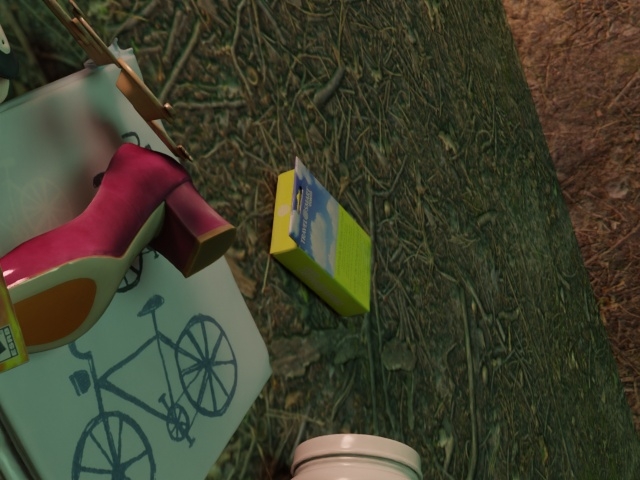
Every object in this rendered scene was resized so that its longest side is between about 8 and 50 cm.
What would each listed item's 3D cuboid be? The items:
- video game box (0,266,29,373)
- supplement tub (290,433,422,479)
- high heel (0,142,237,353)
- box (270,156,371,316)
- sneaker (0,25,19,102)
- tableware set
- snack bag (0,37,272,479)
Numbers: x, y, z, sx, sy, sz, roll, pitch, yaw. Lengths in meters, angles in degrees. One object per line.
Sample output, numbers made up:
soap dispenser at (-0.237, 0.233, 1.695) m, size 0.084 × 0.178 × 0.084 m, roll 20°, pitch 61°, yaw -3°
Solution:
video game box at (-0.248, -0.004, 0.390) m, size 0.187 × 0.048 × 0.205 m, roll -23°, pitch 111°, yaw -31°
supplement tub at (0.028, 0.290, 0.796) m, size 0.144 × 0.144 × 0.200 m, roll 46°, pitch 38°, yaw -44°
high heel at (-0.166, -0.008, 0.587) m, size 0.117 × 0.082 × 0.244 m, roll 40°, pitch 38°, yaw 16°
box at (0.000, 0.000, 1.001) m, size 0.178 × 0.042 × 0.109 m, roll 45°, pitch 39°, yaw -45°
sneaker at (-0.236, -0.145, 0.549) m, size 0.235 × 0.094 × 0.153 m, roll -94°, pitch 169°, yaw -73°
tableware set at (-0.145, -0.124, 0.634) m, size 0.169 × 0.020 × 0.141 m, roll 49°, pitch -4°, yaw 0°
snack bag at (-0.160, 0.043, 0.668) m, size 0.343 × 0.037 × 0.323 m, roll 68°, pitch 25°, yaw -16°
